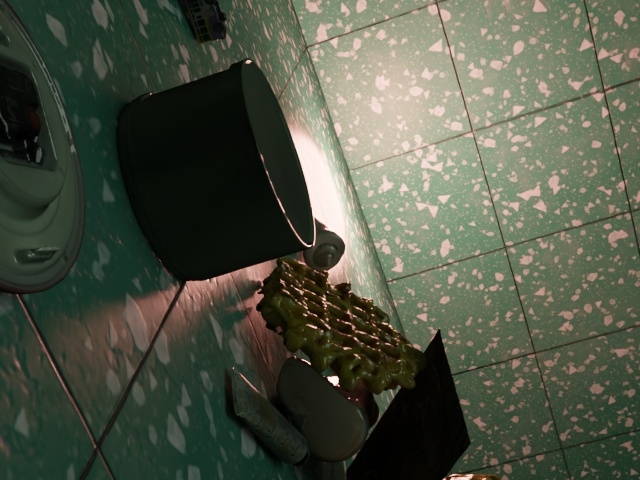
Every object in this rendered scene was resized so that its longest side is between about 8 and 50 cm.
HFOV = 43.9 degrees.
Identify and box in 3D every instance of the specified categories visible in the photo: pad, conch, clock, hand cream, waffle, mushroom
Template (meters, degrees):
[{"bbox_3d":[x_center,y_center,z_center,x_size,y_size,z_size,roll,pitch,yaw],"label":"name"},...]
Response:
[{"bbox_3d":[0.123,0.347,1.252,0.247,0.007,0.367,-93,-154,-56],"label":"pad"},{"bbox_3d":[-0.009,0.008,1.694,0.104,0.094,0.176,49,-5,-38],"label":"conch"},{"bbox_3d":[-0.226,-0.080,0.537,0.244,0.056,0.244,-18,90,-81],"label":"clock"},{"bbox_3d":[-0.064,0.231,0.999,0.194,0.042,0.067,58,18,-45],"label":"hand cream"},{"bbox_3d":[0.020,0.126,1.208,0.307,0.060,0.312,39,15,23],"label":"waffle"},{"bbox_3d":[0.022,0.251,1.233,0.329,0.122,0.159,33,45,-78],"label":"mushroom"}]

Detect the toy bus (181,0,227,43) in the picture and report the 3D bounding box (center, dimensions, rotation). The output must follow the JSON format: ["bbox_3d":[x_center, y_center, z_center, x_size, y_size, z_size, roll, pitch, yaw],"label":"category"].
[{"bbox_3d":[-0.190,-0.378,1.292,0.052,0.058,0.102,-96,171,-54],"label":"toy bus"}]

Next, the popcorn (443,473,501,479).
[{"bbox_3d":[0.214,0.545,1.293,0.292,0.294,0.334,-45,152,-69],"label":"popcorn"}]

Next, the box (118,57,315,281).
[{"bbox_3d":[-0.113,-0.077,0.912,0.226,0.149,0.226,-17,90,-81],"label":"box"}]
